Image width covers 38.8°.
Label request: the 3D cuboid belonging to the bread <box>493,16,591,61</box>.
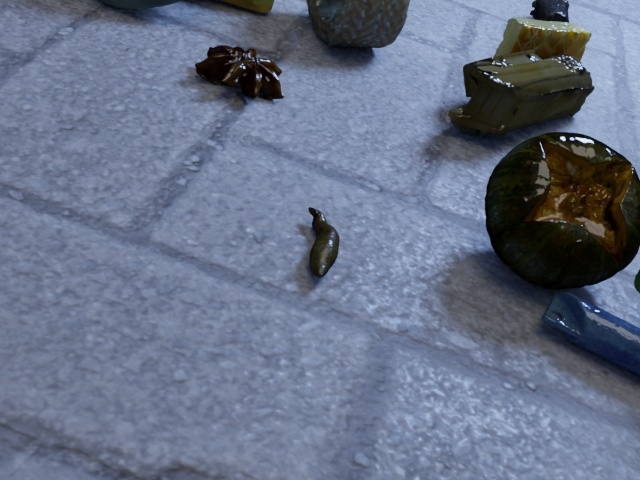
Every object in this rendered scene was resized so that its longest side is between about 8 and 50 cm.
[{"bbox_3d":[0.463,-0.397,1.903,0.188,0.126,0.068,0,37,-26],"label":"bread"}]

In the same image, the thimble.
[{"bbox_3d":[0.069,-0.483,1.781,0.148,0.196,0.229,-1,40,-23],"label":"thimble"}]

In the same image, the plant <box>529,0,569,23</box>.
[{"bbox_3d":[0.557,-0.550,2.199,0.094,0.092,0.143,-1,39,10],"label":"plant"}]

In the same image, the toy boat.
[{"bbox_3d":[0.383,-0.292,1.732,0.162,0.136,0.445,42,36,25],"label":"toy boat"}]

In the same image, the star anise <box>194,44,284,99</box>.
[{"bbox_3d":[-0.129,-0.290,1.545,0.167,0.057,0.168,11,35,-8],"label":"star anise"}]

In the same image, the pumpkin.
[{"bbox_3d":[0.346,-0.042,1.300,0.237,0.159,0.238,5,66,-13],"label":"pumpkin"}]

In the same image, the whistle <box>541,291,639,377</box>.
[{"bbox_3d":[0.434,0.155,1.175,0.304,0.062,0.062,28,35,14],"label":"whistle"}]

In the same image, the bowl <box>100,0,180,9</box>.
[{"bbox_3d":[-0.324,-0.576,1.682,0.289,0.146,0.289,-3,52,4],"label":"bowl"}]

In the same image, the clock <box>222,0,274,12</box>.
[{"bbox_3d":[-0.183,-0.544,1.843,0.202,0.096,0.143,15,32,-6],"label":"clock"}]

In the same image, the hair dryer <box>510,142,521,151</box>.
[{"bbox_3d":[0.325,-0.108,1.515,0.071,0.047,0.150,35,44,21],"label":"hair dryer"}]

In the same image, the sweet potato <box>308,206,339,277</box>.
[{"bbox_3d":[0.005,0.003,1.215,0.041,0.038,0.153,32,27,-21],"label":"sweet potato"}]

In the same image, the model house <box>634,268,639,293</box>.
[{"bbox_3d":[0.672,0.035,1.178,0.323,0.340,0.300,20,18,-22],"label":"model house"}]
